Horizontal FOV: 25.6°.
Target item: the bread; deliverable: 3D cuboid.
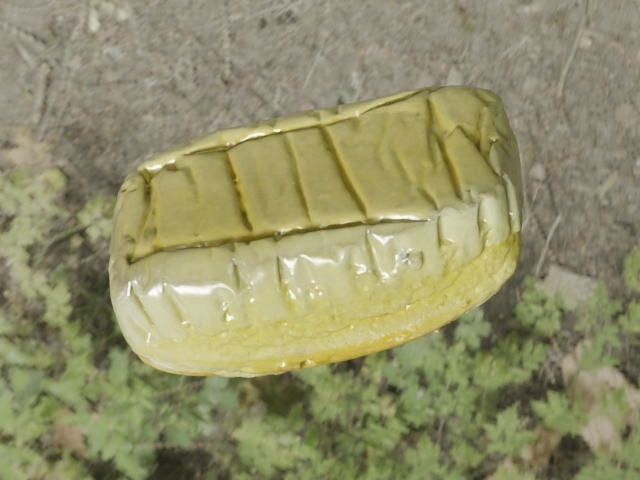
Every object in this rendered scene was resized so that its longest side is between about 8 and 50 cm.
[{"bbox_3d":[0.000,0.000,0.789,0.236,0.140,0.106,-13,131,7],"label":"bread"}]
